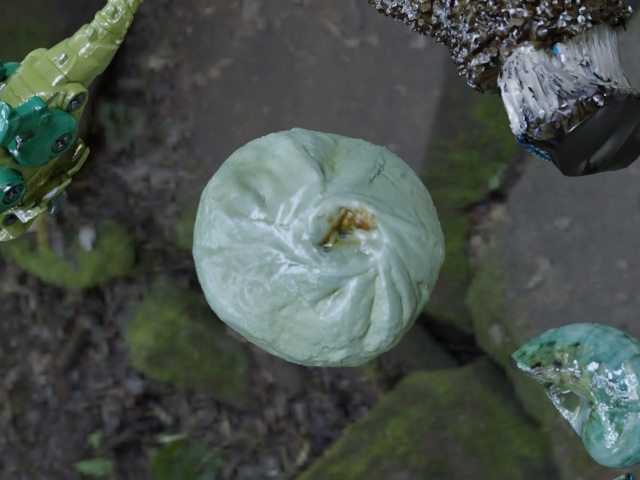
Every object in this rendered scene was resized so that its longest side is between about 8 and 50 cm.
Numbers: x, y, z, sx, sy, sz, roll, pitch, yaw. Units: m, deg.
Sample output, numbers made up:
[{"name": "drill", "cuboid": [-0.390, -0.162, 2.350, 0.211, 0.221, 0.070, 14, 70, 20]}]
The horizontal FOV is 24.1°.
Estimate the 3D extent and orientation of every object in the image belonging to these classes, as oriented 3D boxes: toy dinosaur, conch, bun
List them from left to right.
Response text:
[{"name": "toy dinosaur", "cuboid": [-0.206, -0.092, 1.061, 0.094, 0.153, 0.259, 44, 116, 18]}, {"name": "bun", "cuboid": [0.000, 0.000, 1.144, 0.118, 0.195, 0.195, 124, 133, -76]}, {"name": "conch", "cuboid": [0.322, 0.175, 1.709, 0.188, 0.122, 0.176, 55, 148, -9]}]

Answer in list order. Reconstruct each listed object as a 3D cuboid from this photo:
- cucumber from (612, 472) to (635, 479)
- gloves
[{"name": "cucumber", "cuboid": [0.380, 0.374, 1.627, 0.043, 0.044, 0.256, -36, 61, 23]}, {"name": "gloves", "cuboid": [0.152, -0.197, 1.209, 0.135, 0.210, 0.312, -43, 62, 56]}]
